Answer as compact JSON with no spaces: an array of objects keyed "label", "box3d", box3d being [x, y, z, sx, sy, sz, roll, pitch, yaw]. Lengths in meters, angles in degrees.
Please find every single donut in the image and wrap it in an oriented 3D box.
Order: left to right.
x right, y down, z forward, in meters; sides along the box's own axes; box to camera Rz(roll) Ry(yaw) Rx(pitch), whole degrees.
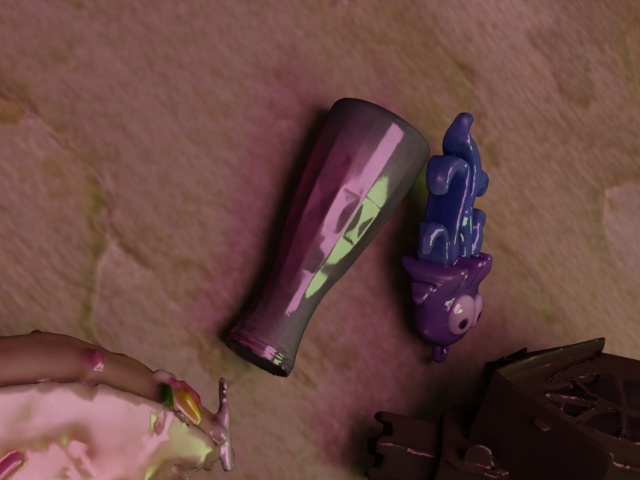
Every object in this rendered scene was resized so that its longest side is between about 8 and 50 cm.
[{"label":"donut","box3d":[-0.235,0.236,1.300,0.307,0.150,0.371,17,85,-27]}]

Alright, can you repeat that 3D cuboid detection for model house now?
[{"label":"model house","box3d":[0.158,0.171,1.580,0.243,0.211,0.204,12,37,-5]}]

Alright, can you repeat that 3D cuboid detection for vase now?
[{"label":"vase","box3d":[0.000,0.000,1.523,0.086,0.086,0.214,36,75,-28]}]

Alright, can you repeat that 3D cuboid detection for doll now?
[{"label":"doll","box3d":[0.105,0.000,1.586,0.110,0.067,0.206,-19,116,-56]}]
